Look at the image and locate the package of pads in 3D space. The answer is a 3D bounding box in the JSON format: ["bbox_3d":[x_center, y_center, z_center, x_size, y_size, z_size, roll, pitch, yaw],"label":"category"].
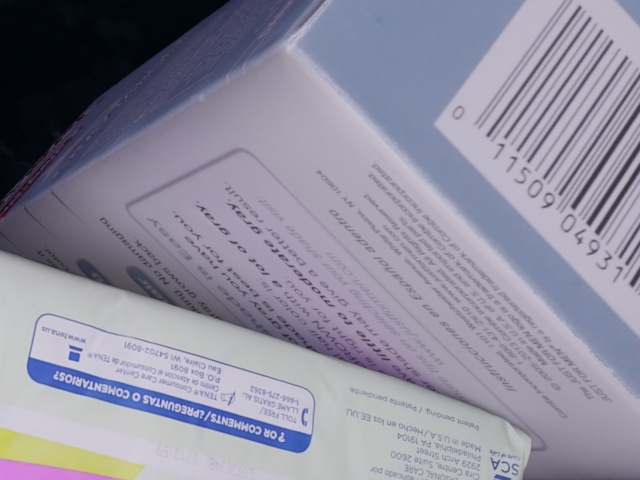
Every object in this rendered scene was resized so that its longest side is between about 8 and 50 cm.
[{"bbox_3d":[-0.104,0.087,0.540,0.296,0.229,0.101,-21,54,61],"label":"package of pads"}]

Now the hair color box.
[{"bbox_3d":[0.000,0.000,0.600,0.114,0.185,0.374,-52,15,-25],"label":"hair color box"}]
